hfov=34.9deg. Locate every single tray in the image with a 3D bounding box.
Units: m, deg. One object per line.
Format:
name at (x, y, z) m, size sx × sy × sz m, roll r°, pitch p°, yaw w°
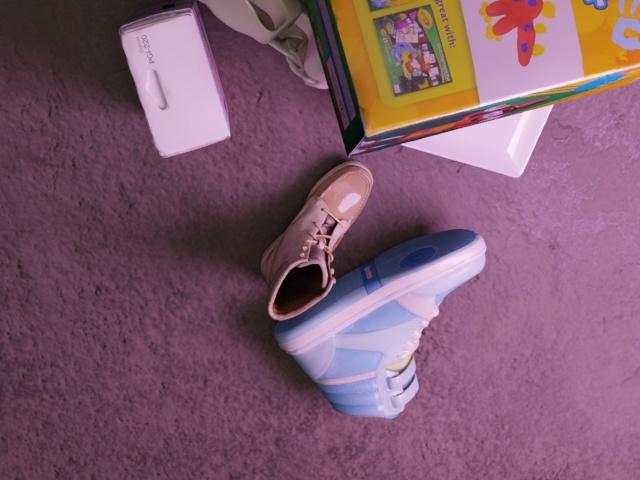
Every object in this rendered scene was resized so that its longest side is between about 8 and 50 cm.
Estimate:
tray at (0.190, -0.177, 1.334) m, size 0.270 × 0.030 × 0.145 m, roll 12°, pitch 107°, yaw -34°

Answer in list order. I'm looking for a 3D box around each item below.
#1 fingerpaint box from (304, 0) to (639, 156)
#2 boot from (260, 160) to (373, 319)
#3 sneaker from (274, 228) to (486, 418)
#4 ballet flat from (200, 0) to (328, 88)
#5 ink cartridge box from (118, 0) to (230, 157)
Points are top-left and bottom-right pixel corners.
fingerpaint box at (0.156, -0.360, 1.164) m, size 0.371 × 0.163 × 0.445 m, roll -16°, pitch 87°, yaw -7°
boot at (0.000, 0.000, 1.349) m, size 0.077 × 0.165 × 0.213 m, roll 38°, pitch 102°, yaw -15°
sneaker at (0.118, 0.129, 1.424) m, size 0.319 × 0.127 × 0.208 m, roll -27°, pitch 106°, yaw 14°
ballet flat at (-0.030, -0.268, 1.265) m, size 0.400 × 0.139 × 0.139 m, roll 30°, pitch 103°, yaw -17°
ink cartridge box at (-0.174, -0.206, 1.244) m, size 0.092 × 0.218 × 0.159 m, roll -16°, pitch 108°, yaw 1°
